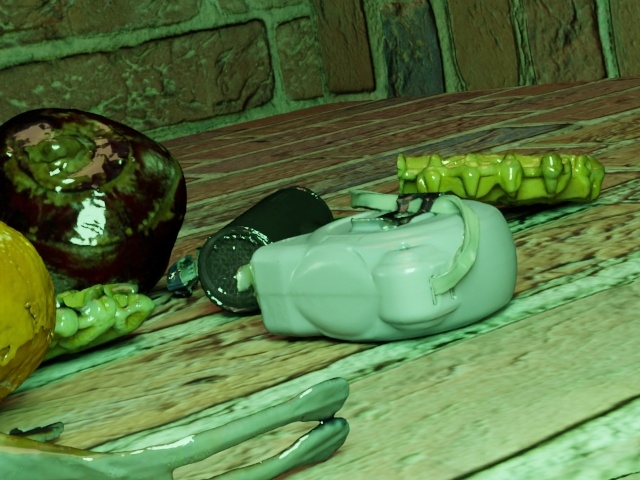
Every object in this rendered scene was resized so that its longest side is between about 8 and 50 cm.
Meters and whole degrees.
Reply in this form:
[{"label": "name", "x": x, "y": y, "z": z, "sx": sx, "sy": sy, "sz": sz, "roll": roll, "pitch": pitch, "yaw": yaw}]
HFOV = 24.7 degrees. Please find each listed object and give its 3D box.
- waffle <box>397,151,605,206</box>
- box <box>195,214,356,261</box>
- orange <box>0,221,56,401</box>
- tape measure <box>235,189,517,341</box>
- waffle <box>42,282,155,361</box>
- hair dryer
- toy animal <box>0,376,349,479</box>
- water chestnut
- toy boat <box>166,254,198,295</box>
[{"label": "waffle", "x": 0.195, "y": -0.065, "z": 1.553, "sx": 0.219, "sy": 0.057, "sz": 0.229, "roll": -1, "pitch": 1, "yaw": 6}, {"label": "box", "x": 0.000, "y": 0.000, "z": 1.542, "sx": 0.235, "sy": 0.034, "sz": 0.132, "roll": -5, "pitch": 10, "yaw": 32}, {"label": "orange", "x": -0.287, "y": 0.057, "z": 1.049, "sx": 0.193, "sy": 0.161, "sz": 0.193, "roll": -35, "pitch": -4, "yaw": -3}, {"label": "tape measure", "x": 0.061, "y": 0.014, "z": 1.166, "sx": 0.196, "sy": 0.105, "sz": 0.178, "roll": -5, "pitch": 10, "yaw": 39}, {"label": "waffle", "x": -0.257, "y": 0.082, "z": 1.256, "sx": 0.223, "sy": 0.054, "sz": 0.204, "roll": -16, "pitch": 2, "yaw": -32}, {"label": "hair dryer", "x": 0.029, "y": 0.005, "z": 1.358, "sx": 0.251, "sy": 0.089, "sz": 0.197, "roll": -1, "pitch": 11, "yaw": 17}, {"label": "toy animal", "x": -0.183, "y": 0.130, "z": 0.813, "sx": 0.284, "sy": 0.225, "sz": 0.302, "roll": 19, "pitch": 37, "yaw": 29}, {"label": "water chestnut", "x": -0.243, "y": -0.018, "z": 1.470, "sx": 0.223, "sy": 0.238, "sz": 0.224, "roll": 8, "pitch": 34, "yaw": -6}, {"label": "toy boat", "x": -0.133, "y": 0.036, "z": 1.465, "sx": 0.038, "sy": 0.038, "sz": 0.083, "roll": -9, "pitch": 12, "yaw": 5}]
